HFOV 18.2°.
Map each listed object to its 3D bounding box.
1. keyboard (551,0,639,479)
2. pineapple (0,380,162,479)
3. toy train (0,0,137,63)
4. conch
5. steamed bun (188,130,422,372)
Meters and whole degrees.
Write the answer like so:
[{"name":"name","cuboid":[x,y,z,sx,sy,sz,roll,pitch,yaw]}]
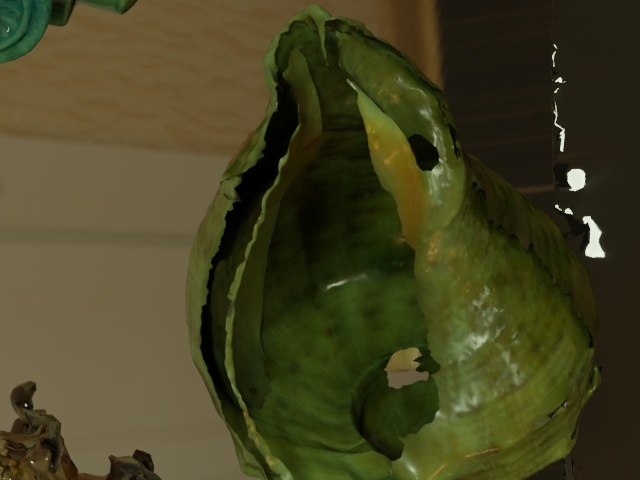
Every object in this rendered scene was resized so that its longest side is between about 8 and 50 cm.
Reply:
[{"name":"keyboard","cuboid":[0.105,0.019,0.583,0.074,0.015,0.196,-2,91,-3]},{"name":"pineapple","cuboid":[-0.163,0.247,1.005,0.352,0.300,0.352,-10,67,26]},{"name":"toy train","cuboid":[-0.205,-0.195,0.847,0.298,0.120,0.194,16,131,-6]},{"name":"conch","cuboid":[0.012,0.013,0.401,0.074,0.089,0.121,3,134,31]},{"name":"steamed bun","cuboid":[0.000,0.000,1.390,0.177,0.106,0.192,20,100,31]}]
